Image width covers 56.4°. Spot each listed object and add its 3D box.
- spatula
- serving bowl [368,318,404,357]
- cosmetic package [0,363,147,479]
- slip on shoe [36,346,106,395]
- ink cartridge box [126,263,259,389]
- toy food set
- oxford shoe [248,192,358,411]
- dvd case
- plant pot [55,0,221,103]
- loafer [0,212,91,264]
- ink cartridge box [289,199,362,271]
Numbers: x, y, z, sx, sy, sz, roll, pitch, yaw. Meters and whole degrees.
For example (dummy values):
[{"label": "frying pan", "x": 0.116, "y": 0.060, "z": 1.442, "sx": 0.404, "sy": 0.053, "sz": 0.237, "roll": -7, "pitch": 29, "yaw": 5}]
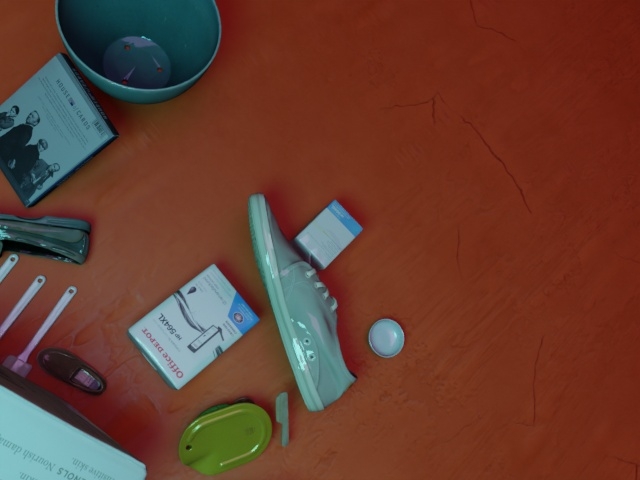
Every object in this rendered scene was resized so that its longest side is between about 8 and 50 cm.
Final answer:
[{"label": "spatula", "x": -0.572, "y": 0.153, "z": 1.074, "sx": 0.168, "sy": 0.019, "sz": 0.242, "roll": 32, "pitch": 70, "yaw": -9}, {"label": "serving bowl", "x": 0.140, "y": 0.214, "z": 1.305, "sx": 0.083, "sy": 0.027, "sz": 0.083, "roll": 5, "pitch": 76, "yaw": -19}, {"label": "cosmetic package", "x": -0.535, "y": 0.369, "z": 0.814, "sx": 0.327, "sy": 0.329, "sz": 0.393, "roll": 50, "pitch": 64, "yaw": -37}, {"label": "slip on shoe", "x": -0.451, "y": 0.238, "z": 1.083, "sx": 0.135, "sy": 0.041, "sz": 0.051, "roll": 38, "pitch": 68, "yaw": -8}, {"label": "ink cartridge box", "x": -0.245, "y": 0.167, "z": 1.149, "sx": 0.203, "sy": 0.086, "sz": 0.148, "roll": -41, "pitch": 93, "yaw": -23}, {"label": "toy food set", "x": -0.169, "y": 0.362, "z": 1.149, "sx": 0.218, "sy": 0.071, "sz": 0.128, "roll": -13, "pitch": 107, "yaw": -20}, {"label": "oxford shoe", "x": -0.039, "y": 0.114, "z": 1.185, "sx": 0.130, "sy": 0.169, "sz": 0.449, "roll": -20, "pitch": 92, "yaw": -5}, {"label": "dvd case", "x": -0.504, "y": -0.198, "z": 1.094, "sx": 0.239, "sy": 0.029, "sz": 0.179, "roll": -33, "pitch": 90, "yaw": 16}, {"label": "plant pot", "x": -0.357, "y": -0.388, "z": 1.176, "sx": 0.290, "sy": 0.195, "sz": 0.290, "roll": 4, "pitch": 77, "yaw": -18}, {"label": "loafer", "x": -0.557, "y": -0.002, "z": 1.073, "sx": 0.268, "sy": 0.096, "sz": 0.084, "roll": 2, "pitch": 77, "yaw": -21}, {"label": "ink cartridge box", "x": 0.000, "y": 0.000, "z": 1.269, "sx": 0.090, "sy": 0.092, "sz": 0.143, "roll": 47, "pitch": 67, "yaw": -4}]
